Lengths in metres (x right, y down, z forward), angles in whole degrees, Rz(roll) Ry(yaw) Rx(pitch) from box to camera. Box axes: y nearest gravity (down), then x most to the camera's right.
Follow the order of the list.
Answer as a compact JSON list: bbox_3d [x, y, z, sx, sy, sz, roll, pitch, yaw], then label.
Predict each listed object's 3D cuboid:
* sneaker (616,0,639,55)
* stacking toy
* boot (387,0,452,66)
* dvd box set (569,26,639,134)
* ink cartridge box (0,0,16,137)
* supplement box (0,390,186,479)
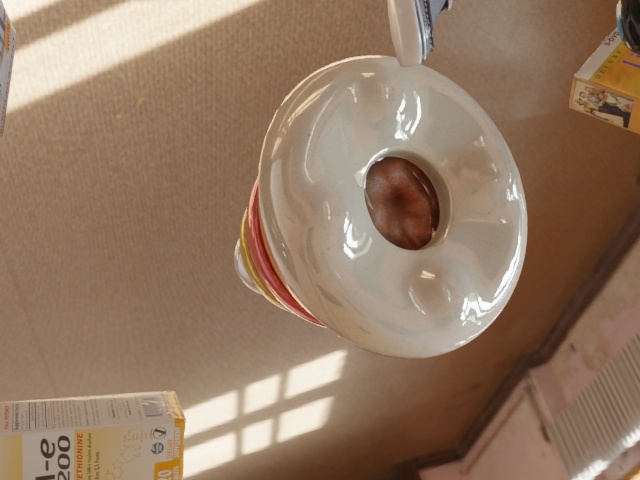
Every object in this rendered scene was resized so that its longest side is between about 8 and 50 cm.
[{"bbox_3d":[0.430,-0.224,0.693,0.340,0.140,0.125,-9,108,17],"label":"sneaker"},{"bbox_3d":[0.000,0.000,1.094,0.350,0.351,0.480,2,166,-29],"label":"stacking toy"},{"bbox_3d":[0.094,-0.213,0.646,0.086,0.190,0.069,-5,144,4],"label":"boot"},{"bbox_3d":[0.587,-0.206,1.065,0.307,0.420,0.062,-44,147,-27],"label":"dvd box set"},{"bbox_3d":[-0.387,-0.191,0.817,0.127,0.128,0.176,6,170,-10],"label":"ink cartridge box"},{"bbox_3d":[-0.118,0.111,0.405,0.098,0.036,0.062,-1,107,-20],"label":"supplement box"}]
